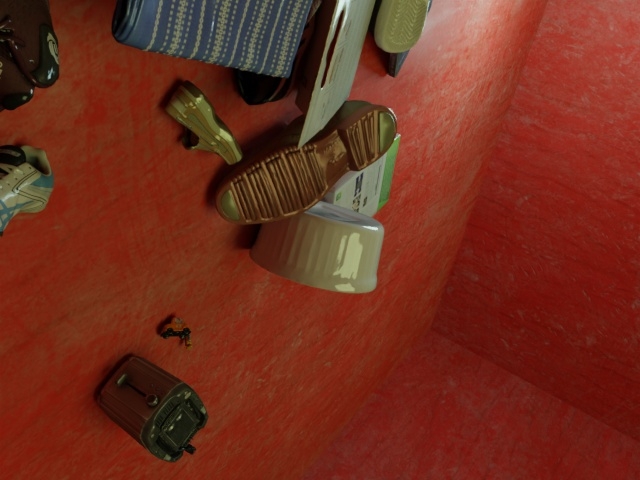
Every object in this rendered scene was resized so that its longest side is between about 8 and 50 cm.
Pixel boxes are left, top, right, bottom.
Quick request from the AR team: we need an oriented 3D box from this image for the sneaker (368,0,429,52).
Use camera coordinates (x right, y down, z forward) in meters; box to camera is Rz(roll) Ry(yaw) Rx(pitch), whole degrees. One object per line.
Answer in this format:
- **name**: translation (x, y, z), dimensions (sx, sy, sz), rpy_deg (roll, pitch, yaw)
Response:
- **sneaker**: translation (0.162, -0.545, 1.257), dimensions (0.131, 0.148, 0.350), rpy_deg (1, 129, -31)

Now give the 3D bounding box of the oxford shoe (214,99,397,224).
- **oxford shoe**: translation (-0.043, -0.157, 1.287), dimensions (0.397, 0.146, 0.140), rpy_deg (-28, 129, -22)

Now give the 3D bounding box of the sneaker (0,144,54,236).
- **sneaker**: translation (-0.353, -0.056, 0.705), dimensions (0.237, 0.085, 0.086), rpy_deg (-103, -159, -75)

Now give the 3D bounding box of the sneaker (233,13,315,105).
- **sneaker**: translation (-0.080, -0.319, 1.087), dimensions (0.121, 0.079, 0.217), rpy_deg (-37, 148, -49)

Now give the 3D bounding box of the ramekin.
- **ramekin**: translation (0.000, 0.000, 1.391), dimensions (0.277, 0.277, 0.135), rpy_deg (-7, 114, -64)

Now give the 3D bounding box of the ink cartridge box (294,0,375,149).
- **ink cartridge box**: translation (0.013, -0.351, 1.101), dimensions (0.385, 0.091, 0.308), rpy_deg (-59, 168, -62)

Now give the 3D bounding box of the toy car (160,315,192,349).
- **toy car**: translation (-0.283, 0.181, 1.299), dimensions (0.122, 0.060, 0.040), rpy_deg (110, -28, -63)

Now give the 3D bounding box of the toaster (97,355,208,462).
- **toaster**: translation (-0.306, 0.310, 1.222), dimensions (0.129, 0.146, 0.227), rpy_deg (-52, 155, -23)

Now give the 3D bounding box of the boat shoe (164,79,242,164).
- **boat shoe**: translation (-0.190, -0.171, 1.054), dimensions (0.072, 0.068, 0.190), rpy_deg (-46, 146, -8)

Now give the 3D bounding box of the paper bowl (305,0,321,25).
- **paper bowl**: translation (-0.100, -0.402, 0.856), dimensions (0.284, 0.148, 0.284), rpy_deg (-47, 154, -32)

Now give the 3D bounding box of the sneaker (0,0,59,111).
- **sneaker**: translation (-0.286, -0.190, 0.528), dimensions (0.281, 0.106, 0.162), rpy_deg (-7, 78, -79)

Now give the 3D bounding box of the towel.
- **towel**: translation (-0.083, -0.315, 0.750), dimensions (0.336, 0.040, 0.243), rpy_deg (-13, 127, -61)

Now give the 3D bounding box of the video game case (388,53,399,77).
- **video game case**: translation (0.208, -0.489, 1.496), dimensions (0.196, 0.026, 0.274), rpy_deg (-63, 177, 3)

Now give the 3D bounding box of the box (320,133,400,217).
- **box**: translation (0.094, -0.123, 1.734), dimensions (0.322, 0.058, 0.232), rpy_deg (-42, 150, -39)
